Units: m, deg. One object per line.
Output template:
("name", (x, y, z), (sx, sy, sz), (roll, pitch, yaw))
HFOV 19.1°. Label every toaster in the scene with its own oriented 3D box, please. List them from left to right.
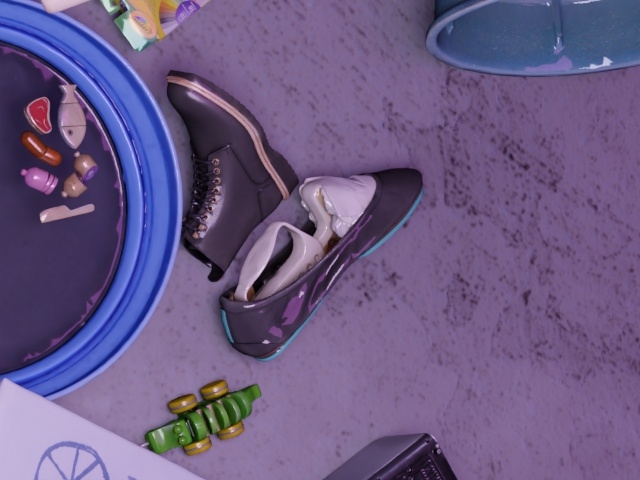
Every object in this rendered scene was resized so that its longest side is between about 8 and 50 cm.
("toaster", (0.069, 0.313, 1.954), (0.185, 0.110, 0.168), (-36, 103, -27))

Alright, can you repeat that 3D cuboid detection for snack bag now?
("snack bag", (-0.223, 0.340, 1.749), (0.323, 0.037, 0.342), (33, 61, -39))

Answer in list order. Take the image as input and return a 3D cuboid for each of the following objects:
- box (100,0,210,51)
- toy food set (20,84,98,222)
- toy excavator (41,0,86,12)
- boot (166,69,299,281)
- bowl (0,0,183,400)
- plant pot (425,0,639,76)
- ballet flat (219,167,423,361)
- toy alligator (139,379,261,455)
("box", (-0.152, -0.274, 1.913), (0.179, 0.043, 0.105), (-42, 106, -28))
("toy food set", (-0.246, -0.082, 1.772), (0.078, 0.019, 0.122), (-14, 93, -29))
("toy excavator", (-0.254, -0.343, 1.567), (0.222, 0.445, 0.433), (-22, 80, -4))
("boot", (-0.112, -0.061, 1.880), (0.137, 0.077, 0.198), (-55, 129, -15))
("bowl", (-0.321, -0.035, 1.782), (0.391, 0.077, 0.391), (3, 85, -29))
("plant pot", (0.265, -0.379, 2.009), (0.341, 0.341, 0.334), (1, 78, -29))
("ballet flat", (0.000, 0.000, 1.941), (0.280, 0.095, 0.096), (-49, 122, -23))
("toy alligator", (-0.130, 0.185, 1.886), (0.189, 0.051, 0.056), (-23, 97, -28))
